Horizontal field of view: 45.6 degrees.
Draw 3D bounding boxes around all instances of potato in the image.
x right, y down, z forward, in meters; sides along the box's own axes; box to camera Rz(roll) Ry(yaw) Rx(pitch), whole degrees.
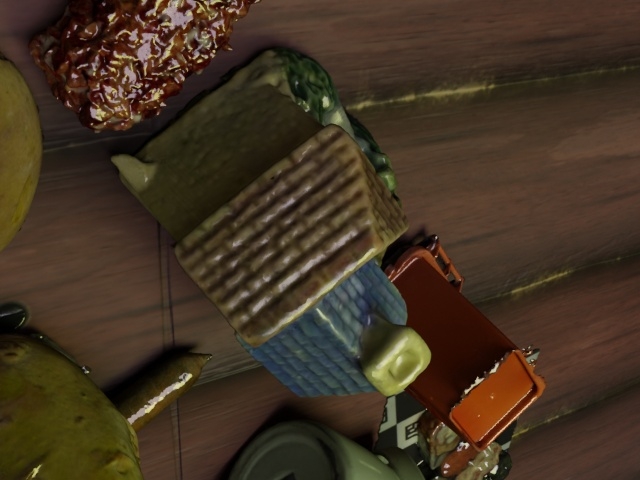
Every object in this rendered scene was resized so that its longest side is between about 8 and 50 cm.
[{"bbox_3d":[-0.294,0.222,0.698,0.300,0.196,0.246,42,77,-23],"label":"potato"},{"bbox_3d":[-0.285,-0.069,0.640,0.120,0.100,0.261,-13,122,-27],"label":"potato"}]

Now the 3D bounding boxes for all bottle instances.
[{"bbox_3d":[0.056,0.396,1.059,0.229,0.229,0.352,-49,131,1],"label":"bottle"}]

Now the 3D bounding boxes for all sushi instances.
[{"bbox_3d":[0.230,0.360,1.247,0.320,0.069,0.339,-6,119,-31],"label":"sushi"}]

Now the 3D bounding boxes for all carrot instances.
[{"bbox_3d":[-0.265,0.228,0.853,0.342,0.070,0.070,-39,131,-15],"label":"carrot"}]

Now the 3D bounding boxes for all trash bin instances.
[{"bbox_3d":[0.157,0.125,0.951,0.184,0.239,0.161,-44,131,-6],"label":"trash bin"}]

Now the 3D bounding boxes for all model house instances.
[{"bbox_3d":[0.000,0.000,0.763,0.261,0.266,0.321,-39,131,-3],"label":"model house"}]

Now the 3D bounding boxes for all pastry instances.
[{"bbox_3d":[-0.149,-0.188,0.662,0.208,0.097,0.115,-46,138,-1],"label":"pastry"}]
